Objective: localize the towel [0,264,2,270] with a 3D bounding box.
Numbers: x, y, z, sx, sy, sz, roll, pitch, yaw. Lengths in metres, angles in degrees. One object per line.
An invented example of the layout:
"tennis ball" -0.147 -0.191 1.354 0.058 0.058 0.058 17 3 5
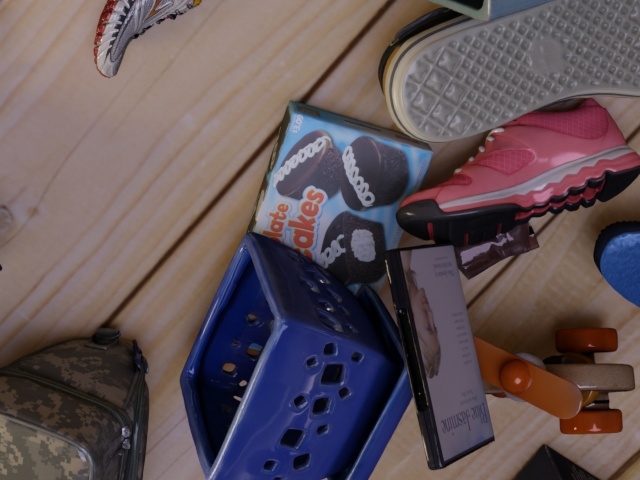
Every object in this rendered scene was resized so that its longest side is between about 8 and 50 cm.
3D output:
"towel" -0.547 -0.018 1.494 0.227 0.076 0.308 -36 88 -9

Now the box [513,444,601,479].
"box" 0.358 0.416 1.814 0.207 0.108 0.153 32 106 -18

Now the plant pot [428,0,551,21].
"plant pot" 0.231 -0.399 1.404 0.252 0.248 0.247 -12 113 -19

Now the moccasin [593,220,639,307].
"moccasin" 0.505 0.040 1.678 0.342 0.117 0.138 16 122 -18

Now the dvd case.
"dvd case" 0.142 0.129 1.501 0.022 0.180 0.253 -13 86 26

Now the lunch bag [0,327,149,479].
"lunch bag" -0.326 0.287 1.610 0.212 0.256 0.305 14 112 11

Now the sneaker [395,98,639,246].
"sneaker" 0.235 -0.089 1.595 0.313 0.116 0.136 -16 69 -6

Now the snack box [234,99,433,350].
"snack box" 0.000 0.000 1.629 0.187 0.060 0.322 15 110 -12

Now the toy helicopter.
"toy helicopter" 0.227 0.186 1.658 0.355 0.235 0.140 -3 84 13

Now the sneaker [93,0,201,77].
"sneaker" -0.189 -0.280 1.479 0.092 0.088 0.225 32 106 -19

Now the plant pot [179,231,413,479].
"plant pot" -0.021 0.160 1.541 0.212 0.236 0.236 18 110 -21

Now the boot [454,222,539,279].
"boot" 0.217 -0.010 1.666 0.114 0.037 0.106 -22 111 8

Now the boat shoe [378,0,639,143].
"boat shoe" 0.295 -0.244 1.519 0.500 0.156 0.187 -18 111 -11
